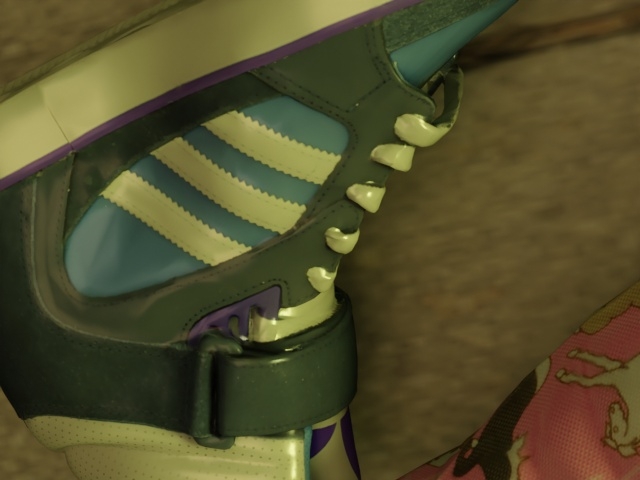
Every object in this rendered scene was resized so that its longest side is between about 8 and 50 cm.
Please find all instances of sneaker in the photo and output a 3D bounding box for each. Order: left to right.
[{"bbox_3d":[0.000,0.000,0.843,0.323,0.130,0.236,-23,103,19],"label":"sneaker"}]

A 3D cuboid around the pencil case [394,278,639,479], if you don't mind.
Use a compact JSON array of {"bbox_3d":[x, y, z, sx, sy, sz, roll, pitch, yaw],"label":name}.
[{"bbox_3d":[0.191,0.077,0.765,0.386,0.167,0.160,-39,126,24],"label":"pencil case"}]
